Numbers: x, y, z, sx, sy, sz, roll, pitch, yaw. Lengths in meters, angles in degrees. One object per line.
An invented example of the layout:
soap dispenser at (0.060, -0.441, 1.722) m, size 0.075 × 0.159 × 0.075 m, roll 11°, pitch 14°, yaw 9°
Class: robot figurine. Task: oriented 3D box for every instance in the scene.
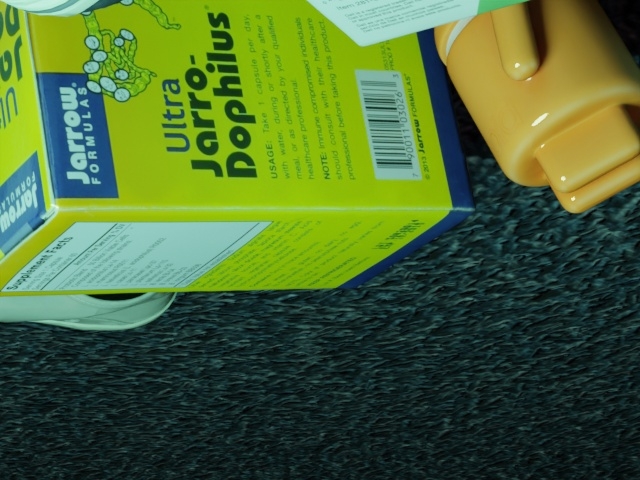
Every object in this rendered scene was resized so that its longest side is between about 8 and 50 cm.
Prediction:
robot figurine at (0.165, -0.130, 1.339) m, size 0.158 × 0.219 × 0.128 m, roll -3°, pitch 145°, yaw -39°

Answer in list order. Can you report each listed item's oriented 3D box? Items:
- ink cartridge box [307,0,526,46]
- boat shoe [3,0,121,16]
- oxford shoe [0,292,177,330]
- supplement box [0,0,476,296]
ink cartridge box at (0.043, -0.254, 1.159) m, size 0.201 × 0.117 × 0.278 m, roll -13°, pitch 154°, yaw 28°
boat shoe at (0.000, -0.279, 0.886) m, size 0.500 × 0.186 × 0.156 m, roll -35°, pitch 167°, yaw 37°
oxford shoe at (-0.346, 0.014, 1.747) m, size 0.449 × 0.169 × 0.130 m, roll 1°, pitch 161°, yaw -19°
supplement box at (-0.091, -0.079, 1.393) m, size 0.357 × 0.195 × 0.194 m, roll 0°, pitch 161°, yaw -31°
